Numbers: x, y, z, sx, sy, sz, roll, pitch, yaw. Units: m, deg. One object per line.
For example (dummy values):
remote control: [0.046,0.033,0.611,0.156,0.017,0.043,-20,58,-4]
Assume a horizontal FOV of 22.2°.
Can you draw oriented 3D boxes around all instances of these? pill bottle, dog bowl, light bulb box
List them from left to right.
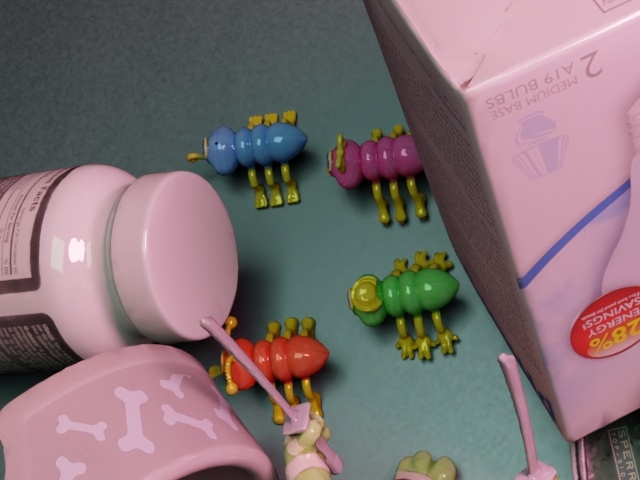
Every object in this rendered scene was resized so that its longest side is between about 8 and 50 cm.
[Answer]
pill bottle: [-0.217,0.025,1.303,0.278,0.162,0.162,-6,69,28]
dog bowl: [-0.167,0.245,1.150,0.102,0.349,0.348,36,84,27]
light bulb box: [0.246,-0.107,1.097,0.358,0.361,0.225,-25,46,-1]

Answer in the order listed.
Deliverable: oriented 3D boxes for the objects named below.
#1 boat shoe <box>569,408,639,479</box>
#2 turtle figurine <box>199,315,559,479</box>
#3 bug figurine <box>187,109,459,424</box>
boat shoe: [0.241,0.235,1.161,0.108,0.102,0.301,-14,68,11]
turtle figurine: [0.081,0.163,1.128,0.198,0.266,0.274,-18,80,17]
bug figurine: [0.000,0.000,1.329,0.216,0.072,0.279,-11,68,11]
